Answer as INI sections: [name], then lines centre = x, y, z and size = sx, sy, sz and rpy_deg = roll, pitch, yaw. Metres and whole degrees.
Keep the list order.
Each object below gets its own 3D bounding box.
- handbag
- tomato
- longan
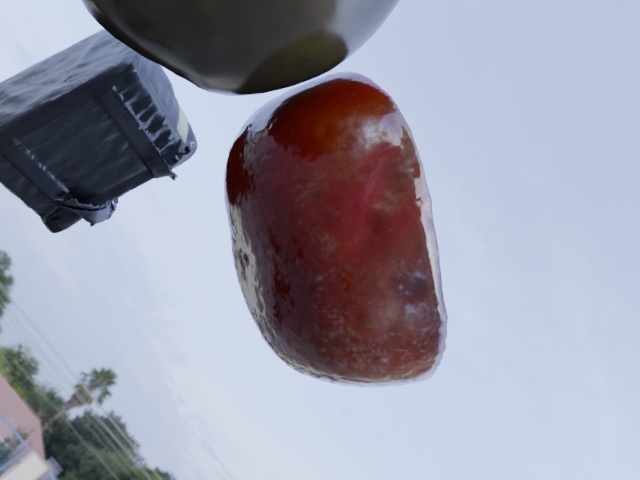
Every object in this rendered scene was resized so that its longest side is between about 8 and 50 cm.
[handbag]
centre = -0.305, -0.142, 0.743
size = 0.181, 0.255, 0.181
rpy_deg = 55, -7, 42
[tomato]
centre = -0.012, 0.003, 0.566
size = 0.338, 0.144, 0.338
rpy_deg = 166, -90, -73
[longan]
centre = -0.060, -0.264, 0.444
size = 0.297, 0.297, 0.297
rpy_deg = 31, -37, 28
